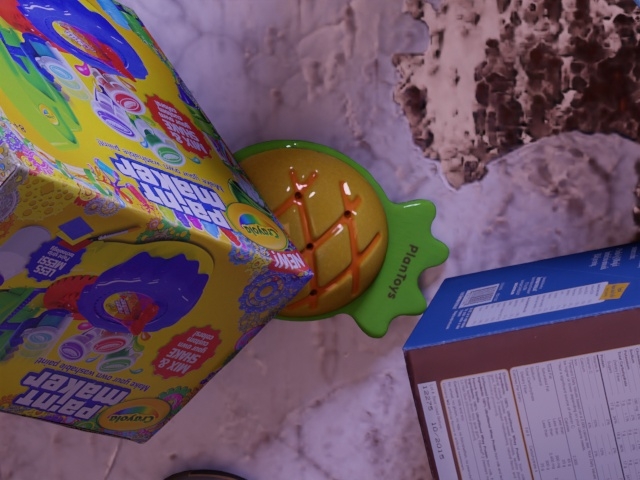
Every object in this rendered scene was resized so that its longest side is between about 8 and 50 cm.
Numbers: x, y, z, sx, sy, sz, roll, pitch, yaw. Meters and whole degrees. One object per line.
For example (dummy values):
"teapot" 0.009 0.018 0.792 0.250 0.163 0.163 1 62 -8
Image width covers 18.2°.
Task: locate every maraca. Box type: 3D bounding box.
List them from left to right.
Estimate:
"maraca" 0.000 0.000 1.394 0.186 0.099 0.127 20 101 -18

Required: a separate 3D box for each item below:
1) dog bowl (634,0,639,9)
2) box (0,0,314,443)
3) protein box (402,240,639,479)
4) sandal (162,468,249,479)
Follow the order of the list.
"dog bowl" 0.242 -0.186 1.275 0.074 0.166 0.297 -36 93 27
"box" -0.206 -0.045 1.271 0.177 0.290 0.279 -45 58 16
"protein box" 0.179 0.091 1.319 0.201 0.200 0.136 -11 100 13
"sandal" -0.043 0.260 1.473 0.090 0.060 0.219 -35 93 16
